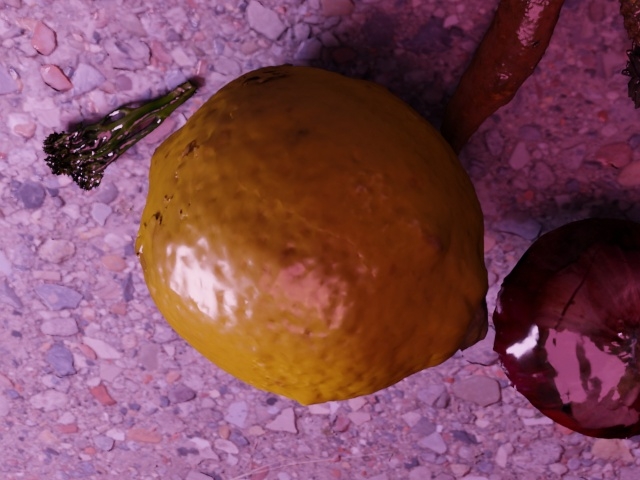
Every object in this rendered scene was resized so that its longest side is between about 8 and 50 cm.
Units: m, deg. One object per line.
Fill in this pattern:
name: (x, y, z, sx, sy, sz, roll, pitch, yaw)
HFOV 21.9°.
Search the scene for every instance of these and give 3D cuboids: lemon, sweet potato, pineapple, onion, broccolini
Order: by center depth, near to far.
pineapple: (0.333, -0.195, 1.650, 0.074, 0.074, 0.159, 0, 135, 12)
sweet potato: (0.193, -0.190, 1.679, 0.066, 0.072, 0.314, 13, 130, -18)
lemon: (0.000, 0.000, 1.692, 0.387, 0.350, 0.349, 26, 131, 5)
onion: (0.304, 0.095, 1.815, 0.252, 0.219, 0.252, -1, 94, -19)
broccolini: (-0.217, -0.127, 1.846, 0.201, 0.058, 0.074, -31, 133, 14)
